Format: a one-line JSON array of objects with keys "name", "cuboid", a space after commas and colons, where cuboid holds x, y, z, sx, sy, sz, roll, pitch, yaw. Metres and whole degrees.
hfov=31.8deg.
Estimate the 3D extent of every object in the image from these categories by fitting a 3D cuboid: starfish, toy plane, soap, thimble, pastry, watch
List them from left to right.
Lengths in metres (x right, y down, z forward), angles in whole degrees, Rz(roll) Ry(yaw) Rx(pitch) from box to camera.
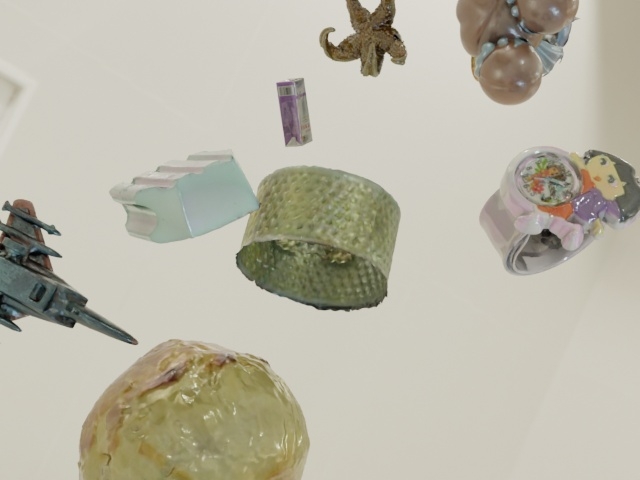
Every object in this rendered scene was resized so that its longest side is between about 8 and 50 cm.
[{"name": "toy plane", "cuboid": [-0.412, 0.073, 1.625, 0.326, 0.223, 0.104, 27, -7, 4]}, {"name": "soap", "cuboid": [-0.189, -0.058, 1.554, 0.230, 0.145, 0.091, 12, -54, 66]}, {"name": "pastry", "cuboid": [-0.212, 0.331, 1.803, 0.312, 0.388, 0.388, 48, 5, 27]}, {"name": "thimble", "cuboid": [0.000, 0.000, 1.914, 0.271, 0.150, 0.271, 11, -25, 5]}, {"name": "starfish", "cuboid": [0.080, -0.329, 1.746, 0.074, 0.146, 0.190, 2, 25, -46]}, {"name": "watch", "cuboid": [0.413, -0.035, 1.924, 0.231, 0.244, 0.196, 89, -22, -56]}]

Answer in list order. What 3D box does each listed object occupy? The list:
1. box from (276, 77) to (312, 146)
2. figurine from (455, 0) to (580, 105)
[{"name": "box", "cuboid": [-0.045, -0.224, 1.961, 0.036, 0.117, 0.050, -2, 17, 24]}, {"name": "figurine", "cuboid": [0.408, -0.433, 2.307, 0.248, 0.277, 0.388, 28, 17, 19]}]
